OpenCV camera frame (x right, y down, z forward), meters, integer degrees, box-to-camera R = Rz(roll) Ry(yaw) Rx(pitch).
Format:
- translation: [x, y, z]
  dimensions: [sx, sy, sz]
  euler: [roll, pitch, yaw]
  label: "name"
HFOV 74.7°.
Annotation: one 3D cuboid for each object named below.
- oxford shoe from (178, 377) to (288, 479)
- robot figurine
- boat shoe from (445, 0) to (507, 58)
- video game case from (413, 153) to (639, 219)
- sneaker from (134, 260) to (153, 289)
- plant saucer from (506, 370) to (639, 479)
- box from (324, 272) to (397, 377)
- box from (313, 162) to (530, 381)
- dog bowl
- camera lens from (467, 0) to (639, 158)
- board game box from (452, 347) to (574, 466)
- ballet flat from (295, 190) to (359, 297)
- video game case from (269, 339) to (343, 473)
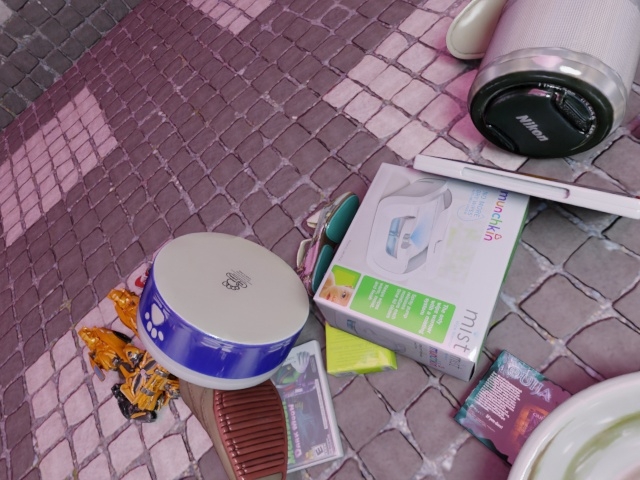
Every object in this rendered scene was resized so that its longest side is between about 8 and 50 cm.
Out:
- translation: [-0.160, 0.267, 0.705]
  dimensions: [0.130, 0.123, 0.348]
  euler: [-50, 47, 22]
  label: "oxford shoe"
- translation: [-0.377, 0.229, 0.862]
  dimensions: [0.291, 0.085, 0.211]
  euler: [29, 81, 35]
  label: "robot figurine"
- translation: [0.396, -0.490, 0.845]
  dimensions: [0.340, 0.127, 0.113]
  euler: [-37, 24, 14]
  label: "boat shoe"
- translation: [0.309, -0.086, 0.623]
  dimensions: [0.285, 0.204, 0.025]
  euler: [22, 109, 34]
  label: "video game case"
- translation: [-0.396, 0.081, 0.962]
  dimensions: [0.119, 0.067, 0.042]
  euler: [-11, 59, 22]
  label: "sneaker"
- translation: [0.377, 0.323, 0.371]
  dimensions: [0.401, 0.100, 0.400]
  euler: [-20, 52, 28]
  label: "plant saucer"
- translation: [0.063, 0.133, 0.715]
  dimensions: [0.109, 0.042, 0.178]
  euler: [-14, 58, 19]
  label: "box"
- translation: [0.157, 0.039, 0.639]
  dimensions: [0.231, 0.126, 0.261]
  euler: [18, 67, 25]
  label: "box"
- translation: [-0.156, 0.105, 0.698]
  dimensions: [0.265, 0.265, 0.104]
  euler: [51, 126, 37]
  label: "dog bowl"
- translation: [0.378, -0.289, 0.672]
  dimensions: [0.220, 0.219, 0.274]
  euler: [16, 72, 32]
  label: "camera lens"
- translation: [0.289, 0.248, 0.548]
  dimensions: [0.186, 0.026, 0.126]
  euler: [35, 83, 36]
  label: "board game box"
- translation: [0.000, 0.000, 0.804]
  dimensions: [0.079, 0.077, 0.221]
  euler: [13, 75, 35]
  label: "ballet flat"
- translation: [-0.063, 0.286, 0.710]
  dimensions: [0.173, 0.022, 0.190]
  euler: [-24, 56, 14]
  label: "video game case"
